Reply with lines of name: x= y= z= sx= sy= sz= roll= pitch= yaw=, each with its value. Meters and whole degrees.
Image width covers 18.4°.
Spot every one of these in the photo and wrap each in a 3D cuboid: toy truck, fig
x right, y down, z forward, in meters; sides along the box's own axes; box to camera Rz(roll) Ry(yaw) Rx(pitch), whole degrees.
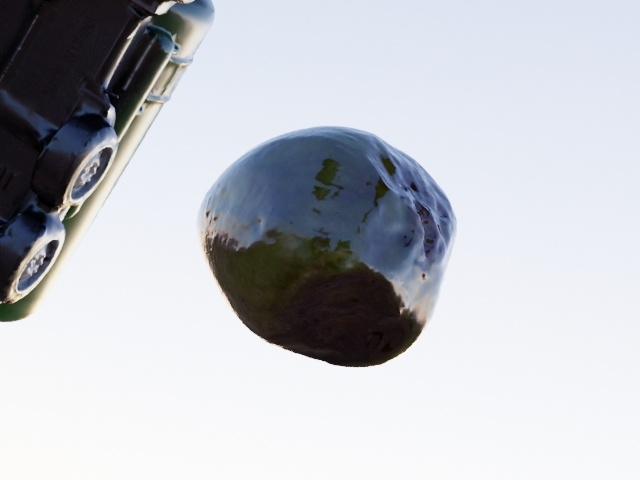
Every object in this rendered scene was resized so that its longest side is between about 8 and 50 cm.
toy truck: x=-0.100 y=-0.075 z=0.771 sx=0.101 sy=0.242 sz=0.125 roll=35 pitch=15 yaw=12
fig: x=0.000 y=0.000 z=1.197 sx=0.166 sy=0.154 sz=0.144 roll=25 pitch=-39 yaw=36
